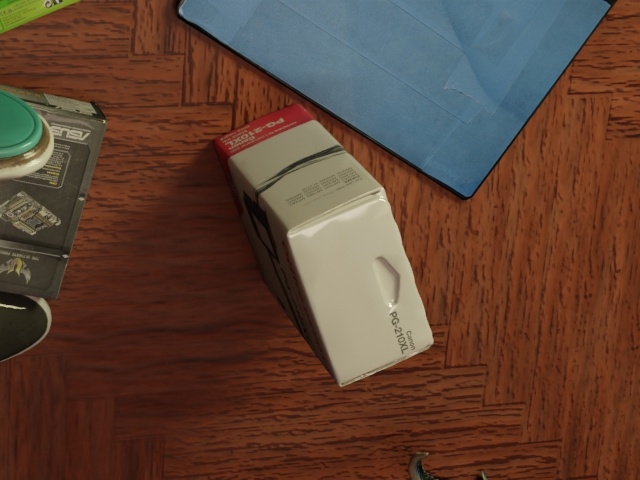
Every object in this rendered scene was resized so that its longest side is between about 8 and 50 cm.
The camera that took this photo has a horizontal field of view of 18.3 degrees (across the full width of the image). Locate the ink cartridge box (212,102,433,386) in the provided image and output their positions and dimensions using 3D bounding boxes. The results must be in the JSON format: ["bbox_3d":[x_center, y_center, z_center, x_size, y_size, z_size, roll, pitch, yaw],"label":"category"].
[{"bbox_3d":[0.000,0.000,1.827,0.100,0.237,0.172,-24,119,-9],"label":"ink cartridge box"}]

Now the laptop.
[{"bbox_3d":[0.159,-0.251,1.784,0.382,0.408,0.236,30,66,-29],"label":"laptop"}]

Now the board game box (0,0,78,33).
[{"bbox_3d":[-0.270,-0.239,1.733,0.181,0.043,0.092,-24,118,-9],"label":"board game box"}]

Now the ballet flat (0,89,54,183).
[{"bbox_3d":[-0.418,-0.084,1.658,0.400,0.139,0.139,11,111,2],"label":"ballet flat"}]

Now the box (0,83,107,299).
[{"bbox_3d":[-0.326,-0.054,1.786,0.231,0.056,0.183,10,109,-23],"label":"box"}]

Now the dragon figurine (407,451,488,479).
[{"bbox_3d":[0.168,0.307,2.113,0.144,0.085,0.289,-20,119,-11],"label":"dragon figurine"}]

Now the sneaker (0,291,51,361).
[{"bbox_3d":[-0.377,0.100,1.785,0.296,0.147,0.104,-1,111,-21],"label":"sneaker"}]
